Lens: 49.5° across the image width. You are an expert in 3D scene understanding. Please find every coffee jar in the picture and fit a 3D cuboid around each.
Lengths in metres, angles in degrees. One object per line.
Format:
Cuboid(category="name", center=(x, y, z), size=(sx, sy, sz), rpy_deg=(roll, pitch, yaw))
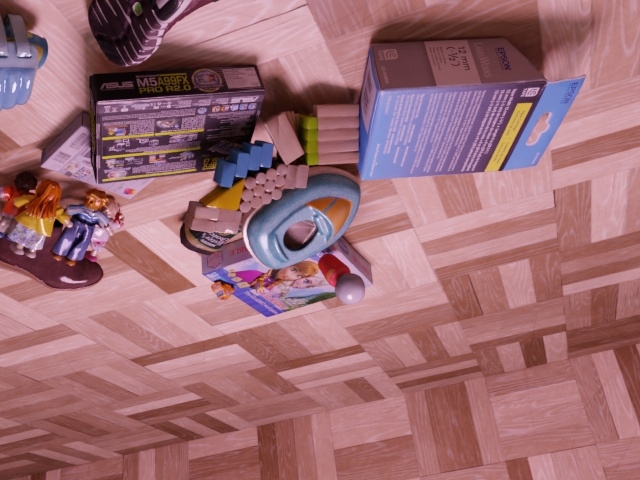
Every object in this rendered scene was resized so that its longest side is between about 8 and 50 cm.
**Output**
Cuboid(category="coffee jar", center=(-0.217, -0.038, 1.476), size=(0.096, 0.079, 0.184), rpy_deg=(19, 142, -38))

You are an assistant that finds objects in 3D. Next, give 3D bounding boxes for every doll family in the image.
Cuboid(category="doll family", center=(-0.491, -0.038, 1.341), size=(0.263, 0.118, 0.163), rpy_deg=(19, 109, -39))

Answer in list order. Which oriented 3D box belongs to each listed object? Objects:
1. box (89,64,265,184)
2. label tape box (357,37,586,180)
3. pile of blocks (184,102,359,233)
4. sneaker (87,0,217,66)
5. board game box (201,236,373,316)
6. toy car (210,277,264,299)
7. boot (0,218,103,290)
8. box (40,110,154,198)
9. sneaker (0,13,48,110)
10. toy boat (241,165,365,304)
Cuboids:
Cuboid(category="box", center=(-0.245, -0.193, 1.167), size=(0.270, 0.060, 0.216), rpy_deg=(-9, 153, -22))
Cuboid(category="label tape box", center=(0.245, -0.228, 1.225), size=(0.348, 0.115, 0.249), rpy_deg=(-6, 151, -8))
Cuboid(category="pile of blocks", center=(-0.097, -0.144, 1.224), size=(0.362, 0.113, 0.149), rpy_deg=(-32, 118, -16))
Cuboid(category="sneaker", center=(-0.200, -0.330, 0.958), size=(0.162, 0.106, 0.281), rpy_deg=(-35, -162, -35))
Cuboid(category="board game box", center=(-0.074, 0.072, 1.715), size=(0.318, 0.065, 0.319), rpy_deg=(-19, 148, 19))
Cuboid(category="toy car", center=(-0.199, 0.114, 1.652), size=(0.122, 0.040, 0.060), rpy_deg=(-16, 149, 18))
Cuboid(category="boot", center=(-0.572, 0.023, 1.486), size=(0.249, 0.090, 0.207), rpy_deg=(13, 147, -26))
Cuboid(category="box", center=(-0.392, -0.151, 1.278), size=(0.145, 0.038, 0.186), rpy_deg=(-31, 142, 34))
Cuboid(category="sneaker", center=(-0.491, -0.303, 0.931), size=(0.208, 0.127, 0.319), rpy_deg=(-21, 140, -19))
Cuboid(category="toy boat", center=(0.000, 0.000, 1.432), size=(0.267, 0.148, 0.318), rpy_deg=(-35, 132, -5))
